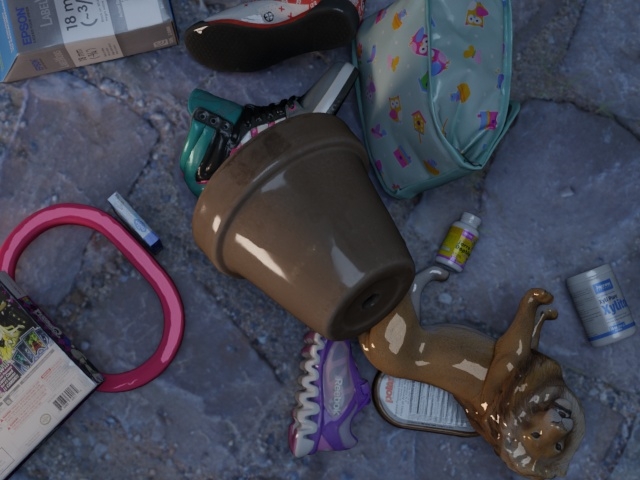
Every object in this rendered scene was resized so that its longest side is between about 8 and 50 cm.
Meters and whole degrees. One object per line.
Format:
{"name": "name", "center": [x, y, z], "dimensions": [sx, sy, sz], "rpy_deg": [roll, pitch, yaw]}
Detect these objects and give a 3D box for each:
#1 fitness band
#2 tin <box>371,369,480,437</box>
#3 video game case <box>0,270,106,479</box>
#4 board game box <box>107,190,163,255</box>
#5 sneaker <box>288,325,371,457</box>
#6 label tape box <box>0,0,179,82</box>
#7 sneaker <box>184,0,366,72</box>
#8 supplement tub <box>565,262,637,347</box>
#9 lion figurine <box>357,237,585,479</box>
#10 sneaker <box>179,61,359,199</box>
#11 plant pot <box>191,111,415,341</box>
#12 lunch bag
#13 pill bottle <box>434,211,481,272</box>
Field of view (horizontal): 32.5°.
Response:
{"name": "fitness band", "center": [-0.324, 0.083, 1.554], "dimensions": [0.209, 0.054, 0.291], "rpy_deg": [-42, 87, -9]}
{"name": "tin", "center": [0.168, 0.221, 1.561], "dimensions": [0.190, 0.040, 0.106], "rpy_deg": [8, 79, -1]}
{"name": "video game case", "center": [-0.444, 0.195, 1.506], "dimensions": [0.210, 0.042, 0.232], "rpy_deg": [45, 102, 3]}
{"name": "board game box", "center": [-0.260, -0.023, 1.546], "dimensions": [0.020, 0.090, 0.090], "rpy_deg": [-42, 86, -10]}
{"name": "sneaker", "center": [0.023, 0.190, 1.536], "dimensions": [0.104, 0.095, 0.236], "rpy_deg": [9, 88, -8]}
{"name": "label tape box", "center": [-0.393, -0.372, 1.577], "dimensions": [0.334, 0.106, 0.240], "rpy_deg": [-14, 83, -4]}
{"name": "sneaker", "center": [-0.058, -0.329, 1.598], "dimensions": [0.270, 0.090, 0.145], "rpy_deg": [-6, 40, 24]}
{"name": "supplement tub", "center": [0.400, 0.093, 1.565], "dimensions": [0.071, 0.071, 0.107], "rpy_deg": [-21, 85, -4]}
{"name": "lion figurine", "center": [0.184, 0.157, 1.501], "dimensions": [0.392, 0.142, 0.240], "rpy_deg": [19, 74, 18]}
{"name": "sneaker", "center": [-0.095, -0.171, 1.546], "dimensions": [0.178, 0.124, 0.295], "rpy_deg": [40, 96, -2]}
{"name": "plant pot", "center": [0.000, 0.000, 1.434], "dimensions": [0.263, 0.263, 0.229], "rpy_deg": [-38, 63, -6]}
{"name": "lunch bag", "center": [0.154, -0.198, 1.507], "dimensions": [0.160, 0.223, 0.262], "rpy_deg": [1, 82, -27]}
{"name": "pill bottle", "center": [0.201, 0.002, 1.583], "dimensions": [0.043, 0.043, 0.083], "rpy_deg": [27, 83, 1]}
